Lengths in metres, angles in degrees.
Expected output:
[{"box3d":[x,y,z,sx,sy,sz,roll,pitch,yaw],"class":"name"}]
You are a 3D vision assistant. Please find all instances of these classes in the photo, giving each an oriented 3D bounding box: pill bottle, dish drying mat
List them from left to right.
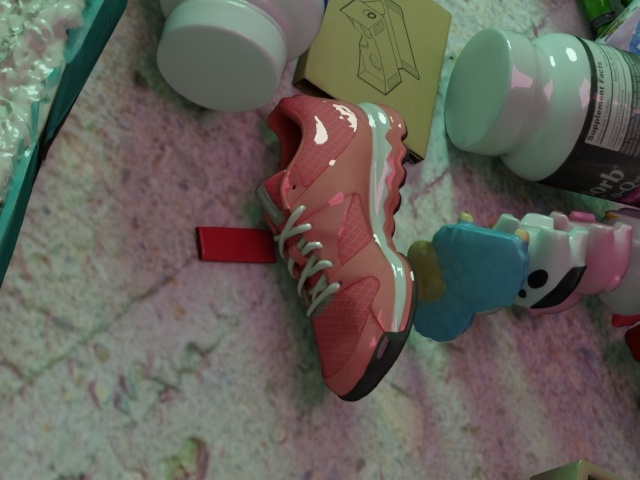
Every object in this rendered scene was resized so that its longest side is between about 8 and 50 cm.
[{"box3d":[-0.076,0.004,1.311,0.083,0.008,0.032,3,69,-41],"class":"dish drying mat"},{"box3d":[-0.061,-0.254,1.346,0.152,0.152,0.272,33,51,-25],"class":"pill bottle"},{"box3d":[0.284,-0.130,1.564,0.278,0.162,0.162,12,62,-23],"class":"pill bottle"}]

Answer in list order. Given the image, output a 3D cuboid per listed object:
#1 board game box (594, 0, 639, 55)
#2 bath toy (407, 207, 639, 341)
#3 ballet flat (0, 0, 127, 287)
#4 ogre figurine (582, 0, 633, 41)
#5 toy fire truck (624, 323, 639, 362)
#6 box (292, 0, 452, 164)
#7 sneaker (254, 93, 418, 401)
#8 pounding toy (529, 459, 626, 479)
[{"box3d":[0.539,-0.233,1.739,0.318,0.066,0.318,43,89,-6],"class":"board game box"},{"box3d":[0.237,0.033,1.489,0.348,0.151,0.129,-3,107,-45],"class":"bath toy"},{"box3d":[-0.263,-0.084,1.130,0.147,0.147,0.409,35,48,-24],"class":"ballet flat"},{"box3d":[0.389,-0.329,1.801,0.118,0.197,0.097,50,5,5],"class":"ogre figurine"},{"box3d":[0.493,0.113,1.555,0.254,0.302,0.169,-14,76,-40],"class":"toy fire truck"},{"box3d":[0.057,-0.198,1.514,0.164,0.021,0.201,31,53,-26],"class":"box"},{"box3d":[0.000,0.000,1.328,0.136,0.116,0.314,16,53,-24],"class":"sneaker"},{"box3d":[0.219,0.304,1.373,0.206,0.094,0.181,27,59,-18],"class":"pounding toy"}]
